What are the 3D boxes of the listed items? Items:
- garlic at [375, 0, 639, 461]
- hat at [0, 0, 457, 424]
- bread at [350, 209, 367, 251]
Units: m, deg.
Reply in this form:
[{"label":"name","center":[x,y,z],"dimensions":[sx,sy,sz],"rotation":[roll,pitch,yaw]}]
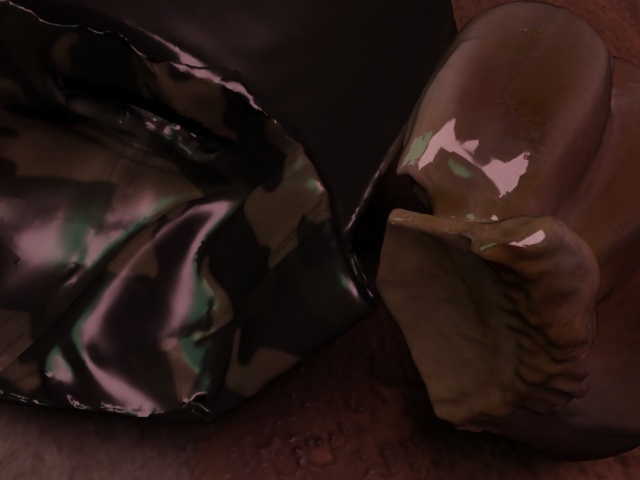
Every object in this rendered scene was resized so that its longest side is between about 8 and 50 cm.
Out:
[{"label":"garlic","center":[0.154,-0.004,0.480],"dimensions":[0.132,0.279,0.325],"rotation":[-3,27,36]},{"label":"hat","center":[-0.099,-0.083,0.534],"dimensions":[0.366,0.257,0.382],"rotation":[36,39,4]},{"label":"bread","center":[0.000,0.000,0.573],"dimensions":[0.043,0.062,0.109],"rotation":[35,102,16]}]
